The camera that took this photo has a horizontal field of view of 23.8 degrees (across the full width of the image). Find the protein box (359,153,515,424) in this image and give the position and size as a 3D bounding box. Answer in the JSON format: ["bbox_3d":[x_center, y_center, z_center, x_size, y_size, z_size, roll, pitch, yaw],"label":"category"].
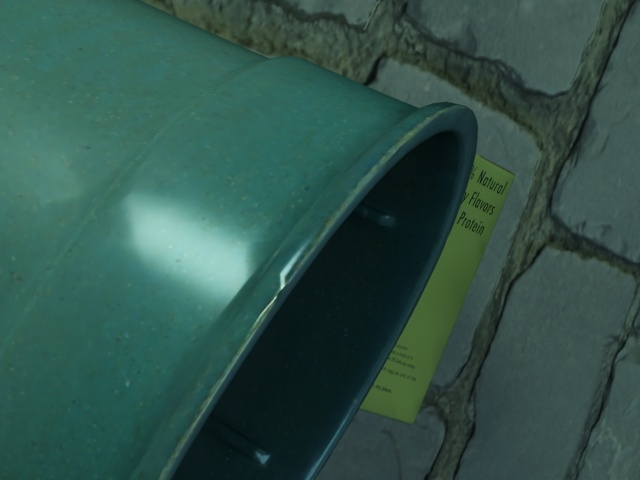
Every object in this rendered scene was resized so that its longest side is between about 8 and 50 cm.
[{"bbox_3d":[0.000,0.000,1.088,0.200,0.136,0.201,23,90,-47],"label":"protein box"}]

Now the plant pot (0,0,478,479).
[{"bbox_3d":[-0.154,0.007,0.736,0.341,0.334,0.341,-55,166,-21],"label":"plant pot"}]
